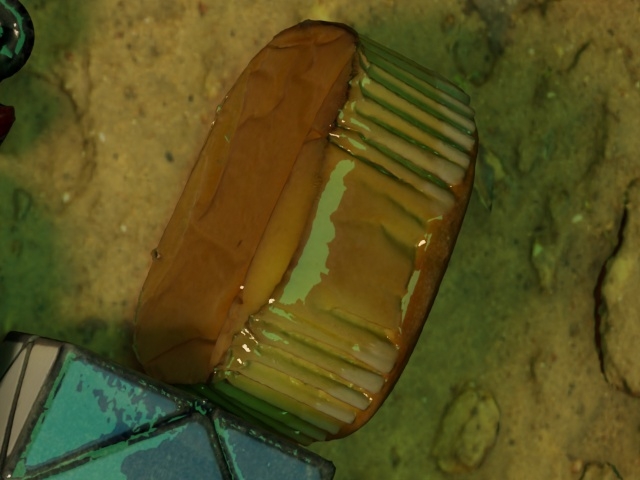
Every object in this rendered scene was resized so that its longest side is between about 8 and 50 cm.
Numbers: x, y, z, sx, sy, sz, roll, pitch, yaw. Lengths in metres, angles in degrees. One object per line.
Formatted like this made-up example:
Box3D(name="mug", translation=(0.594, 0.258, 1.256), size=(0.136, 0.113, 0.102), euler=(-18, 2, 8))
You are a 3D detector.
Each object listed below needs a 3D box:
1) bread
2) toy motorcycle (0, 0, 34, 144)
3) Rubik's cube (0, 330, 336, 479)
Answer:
Box3D(name="bread", translation=(0.000, 0.000, 1.176), size=(0.156, 0.204, 0.288), euler=(27, 75, -29))
Box3D(name="toy motorcycle", translation=(-0.299, -0.105, 1.123), size=(0.213, 0.082, 0.122), euler=(-7, 92, -10))
Box3D(name="Rubik's cube", translation=(-0.145, 0.192, 1.104), size=(0.205, 0.207, 0.205), euler=(27, 81, -17))
